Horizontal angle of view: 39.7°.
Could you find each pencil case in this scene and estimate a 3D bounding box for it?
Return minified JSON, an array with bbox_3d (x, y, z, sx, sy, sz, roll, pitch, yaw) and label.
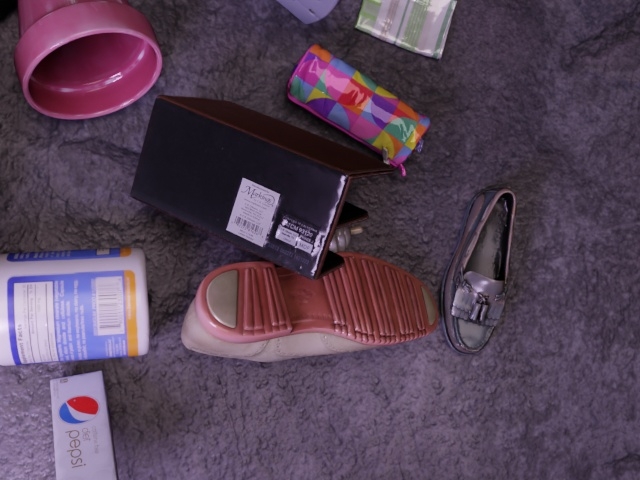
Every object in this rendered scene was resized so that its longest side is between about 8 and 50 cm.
[{"bbox_3d":[0.058,-0.203,1.367,0.236,0.104,0.104,34,76,-3],"label":"pencil case"}]

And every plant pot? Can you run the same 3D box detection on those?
[{"bbox_3d":[-0.345,-0.302,1.260,0.201,0.201,0.180,-17,68,-14],"label":"plant pot"}]

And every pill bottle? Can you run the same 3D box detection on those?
[{"bbox_3d":[-0.372,0.090,1.200,0.272,0.152,0.152,-3,81,-11],"label":"pill bottle"}]

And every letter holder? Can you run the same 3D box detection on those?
[{"bbox_3d":[-0.075,-0.086,1.264,0.302,0.214,0.152,24,107,18],"label":"letter holder"}]

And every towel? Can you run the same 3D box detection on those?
[{"bbox_3d":[0.141,-0.371,1.448,0.152,0.023,0.113,18,77,-8],"label":"towel"}]

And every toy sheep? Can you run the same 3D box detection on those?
[{"bbox_3d":[0.000,0.000,1.327,0.132,0.091,0.091,-15,84,-14],"label":"toy sheep"}]

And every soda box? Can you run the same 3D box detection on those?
[{"bbox_3d":[-0.308,0.270,1.158,0.074,0.216,0.069,-9,126,-14],"label":"soda box"}]

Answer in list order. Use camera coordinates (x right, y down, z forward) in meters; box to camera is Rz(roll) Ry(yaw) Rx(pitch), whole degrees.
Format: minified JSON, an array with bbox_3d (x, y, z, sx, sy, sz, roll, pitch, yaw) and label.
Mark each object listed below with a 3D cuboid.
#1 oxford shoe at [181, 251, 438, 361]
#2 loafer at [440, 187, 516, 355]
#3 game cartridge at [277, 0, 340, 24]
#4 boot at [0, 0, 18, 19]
[{"bbox_3d":[-0.013,0.105,1.294,0.397,0.146,0.140,5,60,-28],"label":"oxford shoe"},{"bbox_3d":[0.249,0.043,1.370,0.096,0.084,0.267,14,78,-9],"label":"loafer"},{"bbox_3d":[-0.039,-0.422,1.279,0.198,0.297,0.062,35,79,-5],"label":"game cartridge"},{"bbox_3d":[-0.581,-0.388,1.280,0.263,0.091,0.229,-41,85,-19],"label":"boot"}]
